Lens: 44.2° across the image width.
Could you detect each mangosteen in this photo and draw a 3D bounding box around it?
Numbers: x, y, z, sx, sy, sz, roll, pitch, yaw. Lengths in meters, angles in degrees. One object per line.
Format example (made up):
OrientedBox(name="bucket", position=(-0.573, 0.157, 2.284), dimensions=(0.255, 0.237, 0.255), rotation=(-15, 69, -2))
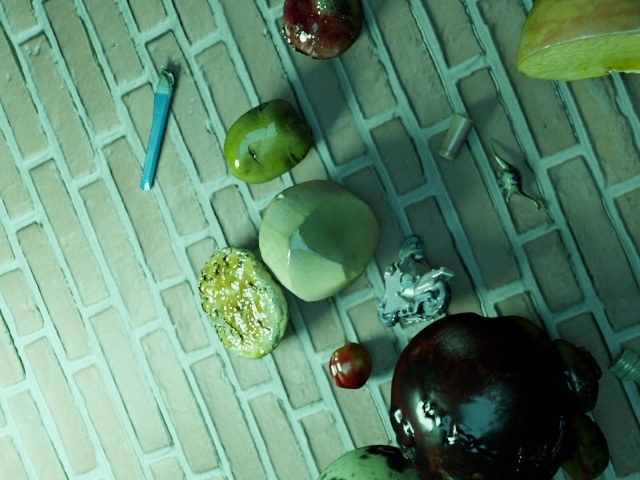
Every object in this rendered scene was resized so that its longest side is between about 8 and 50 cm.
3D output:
OrientedBox(name="mangosteen", position=(0.344, 0.339, 1.561), dimensions=(0.421, 0.381, 0.380), rotation=(11, 98, -17))

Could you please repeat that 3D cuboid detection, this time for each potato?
OrientedBox(name="potato", position=(-0.119, -0.213, 1.722), dimensions=(0.200, 0.137, 0.154), rotation=(-33, 88, 12))

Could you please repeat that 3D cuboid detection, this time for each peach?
OrientedBox(name="peach", position=(0.068, 0.280, 1.745), dimensions=(0.101, 0.101, 0.100), rotation=(1, 95, 13))

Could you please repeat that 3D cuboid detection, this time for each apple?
OrientedBox(name="apple", position=(0.538, -0.416, 1.500), dimensions=(0.309, 0.314, 0.252), rotation=(4, 132, 22))

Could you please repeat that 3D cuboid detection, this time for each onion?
OrientedBox(name="onion", position=(0.001, -0.480, 1.668), dimensions=(0.184, 0.147, 0.184), rotation=(0, 84, 3))

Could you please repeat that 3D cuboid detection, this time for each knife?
OrientedBox(name="knife", position=(-0.382, -0.259, 1.838), dimensions=(0.044, 0.026, 0.296), rotation=(17, 101, 14))

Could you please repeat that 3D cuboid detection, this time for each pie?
OrientedBox(name="pie", position=(-0.173, 0.141, 1.753), dimensions=(0.274, 0.055, 0.274), rotation=(19, 120, 36))

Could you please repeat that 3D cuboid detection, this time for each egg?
OrientedBox(name="egg", position=(0.099, 0.606, 1.669), dimensions=(0.288, 0.287, 0.379), rotation=(31, 119, 9))

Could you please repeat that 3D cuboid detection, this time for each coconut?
OrientedBox(name="coconut", position=(0.000, 0.000, 1.670), dimensions=(0.259, 0.259, 0.259), rotation=(1, 95, 13))

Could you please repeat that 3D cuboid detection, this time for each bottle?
OrientedBox(name="bottle", position=(0.288, -0.220, 1.675), dimensions=(0.045, 0.045, 0.096), rotation=(27, 103, 10))

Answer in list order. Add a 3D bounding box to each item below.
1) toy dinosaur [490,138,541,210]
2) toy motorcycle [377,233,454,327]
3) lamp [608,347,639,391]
OrientedBox(name="toy dinosaur", position=(0.395, -0.129, 1.663), dimensions=(0.058, 0.037, 0.180), rotation=(-34, 94, -10))
OrientedBox(name="toy motorcycle", position=(0.198, 0.073, 1.663), dimensions=(0.239, 0.108, 0.204), rotation=(-11, 64, 45))
OrientedBox(name="lamp", position=(0.684, 0.298, 1.604), dimensions=(0.193, 0.106, 0.106), rotation=(41, 102, 16))
